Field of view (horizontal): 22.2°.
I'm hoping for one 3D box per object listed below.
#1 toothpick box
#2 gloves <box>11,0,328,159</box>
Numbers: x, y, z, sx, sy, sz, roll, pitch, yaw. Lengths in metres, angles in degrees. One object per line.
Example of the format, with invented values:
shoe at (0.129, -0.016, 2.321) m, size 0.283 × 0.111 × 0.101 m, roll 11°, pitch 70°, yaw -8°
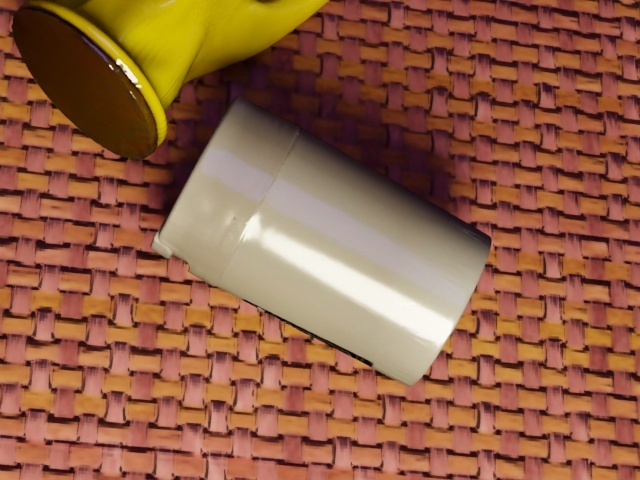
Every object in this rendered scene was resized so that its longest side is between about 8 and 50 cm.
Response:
toothpick box at (0.000, 0.000, 0.992) m, size 0.180 × 0.111 × 0.111 m, roll 28°, pitch 65°, yaw -3°
gloves at (-0.054, -0.193, 1.042) m, size 0.116 × 0.133 × 0.294 m, roll 39°, pitch 66°, yaw 9°
